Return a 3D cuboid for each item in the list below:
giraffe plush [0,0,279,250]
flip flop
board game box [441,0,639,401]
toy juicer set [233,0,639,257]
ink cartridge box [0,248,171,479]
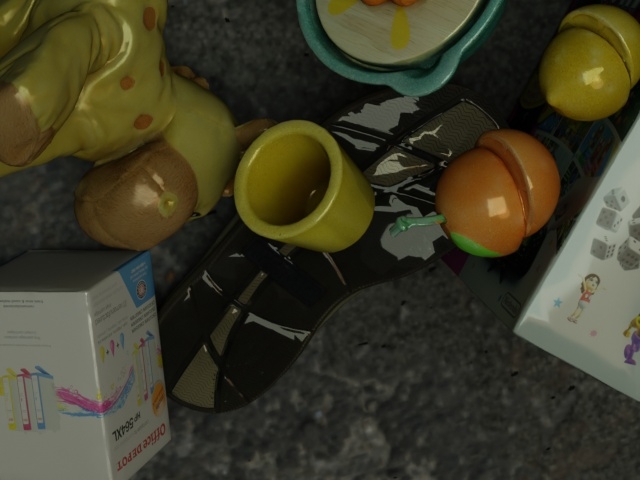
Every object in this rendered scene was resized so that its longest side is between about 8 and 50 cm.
[{"bbox_3d":[-0.122,-0.069,1.049,0.210,0.181,0.170,-47,118,-16],"label":"giraffe plush"},{"bbox_3d":[0.000,0.000,1.125,0.112,0.080,0.277,42,109,-10],"label":"flip flop"},{"bbox_3d":[0.198,-0.082,1.062,0.097,0.224,0.303,28,96,-13],"label":"board game box"},{"bbox_3d":[0.081,-0.144,0.992,0.089,0.209,0.329,32,70,-56],"label":"toy juicer set"},{"bbox_3d":[-0.151,0.086,1.091,0.090,0.092,0.143,-1,105,20],"label":"ink cartridge box"}]
